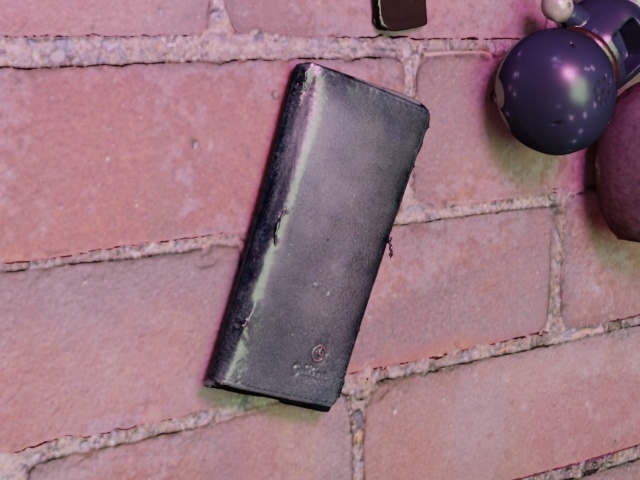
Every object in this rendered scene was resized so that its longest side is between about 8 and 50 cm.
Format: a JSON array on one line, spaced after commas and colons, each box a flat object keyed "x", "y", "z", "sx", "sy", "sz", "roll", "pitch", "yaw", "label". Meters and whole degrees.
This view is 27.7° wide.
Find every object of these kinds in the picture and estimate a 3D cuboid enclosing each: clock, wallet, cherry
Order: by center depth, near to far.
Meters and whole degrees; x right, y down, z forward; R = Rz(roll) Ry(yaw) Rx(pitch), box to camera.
[{"x": 0.000, "y": 0.000, "z": 1.464, "sx": 0.191, "sy": 0.046, "sz": 0.379, "roll": 17, "pitch": 88, "yaw": -37, "label": "wallet"}, {"x": 0.089, "y": -0.320, "z": 1.492, "sx": 0.082, "sy": 0.018, "sz": 0.156, "roll": -18, "pitch": 109, "yaw": -35, "label": "wallet"}, {"x": 0.315, "y": -0.216, "z": 1.613, "sx": 0.243, "sy": 0.146, "sz": 0.199, "roll": -47, "pitch": 127, "yaw": -30, "label": "clock"}, {"x": 0.466, "y": -0.114, "z": 1.719, "sx": 0.213, "sy": 0.183, "sz": 0.266, "roll": 14, "pitch": 111, "yaw": -32, "label": "cherry"}]
